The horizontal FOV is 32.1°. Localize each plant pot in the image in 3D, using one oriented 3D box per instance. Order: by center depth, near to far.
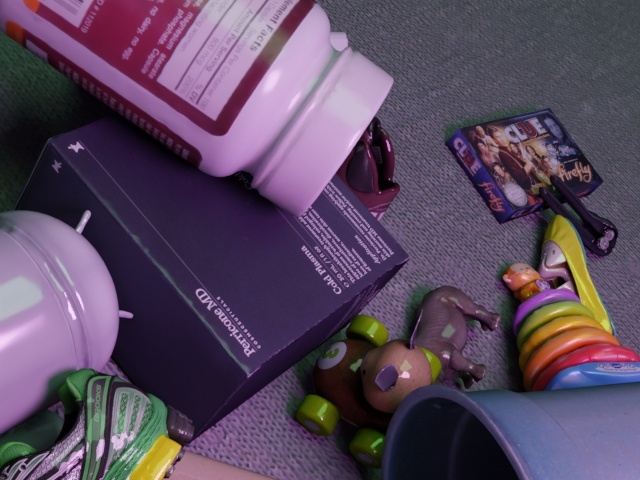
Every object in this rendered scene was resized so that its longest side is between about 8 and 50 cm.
[{"bbox_3d":[0.291,0.302,1.218,0.334,0.341,0.341,-6,61,-25],"label":"plant pot"}]

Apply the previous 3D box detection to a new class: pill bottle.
[{"bbox_3d":[-0.131,-0.211,1.206,0.392,0.224,0.224,35,45,-5],"label":"pill bottle"}]

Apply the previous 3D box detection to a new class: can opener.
[{"bbox_3d":[0.410,-0.036,1.778,0.186,0.059,0.073,35,-1,-31],"label":"can opener"}]

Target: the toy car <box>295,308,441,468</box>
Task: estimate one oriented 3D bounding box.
[{"bbox_3d":[0.070,0.152,1.300,0.149,0.188,0.155,30,63,7],"label":"toy car"}]

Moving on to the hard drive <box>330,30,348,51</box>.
[{"bbox_3d":[-0.146,-0.242,1.476,0.307,0.203,0.040,-5,89,-30],"label":"hard drive"}]

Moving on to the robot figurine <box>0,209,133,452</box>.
[{"bbox_3d":[-0.344,0.095,1.087,0.353,0.200,0.300,-31,119,-38],"label":"robot figurine"}]

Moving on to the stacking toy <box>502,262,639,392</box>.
[{"bbox_3d":[0.334,0.135,1.572,0.175,0.166,0.302,3,41,-21],"label":"stacking toy"}]

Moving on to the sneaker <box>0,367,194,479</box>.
[{"bbox_3d":[-0.267,0.273,1.019,0.146,0.134,0.343,36,63,-9],"label":"sneaker"}]

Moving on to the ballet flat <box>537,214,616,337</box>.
[{"bbox_3d":[0.374,0.063,1.690,0.077,0.077,0.231,-8,62,-18],"label":"ballet flat"}]

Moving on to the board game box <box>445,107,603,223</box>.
[{"bbox_3d":[0.338,-0.128,1.828,0.243,0.042,0.165,-17,67,-40],"label":"board game box"}]

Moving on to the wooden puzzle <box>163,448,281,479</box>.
[{"bbox_3d":[-0.081,0.395,1.136,0.322,0.080,0.348,22,43,-18],"label":"wooden puzzle"}]

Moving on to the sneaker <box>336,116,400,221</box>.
[{"bbox_3d":[0.012,-0.145,1.541,0.281,0.162,0.106,48,45,7],"label":"sneaker"}]

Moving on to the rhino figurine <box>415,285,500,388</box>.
[{"bbox_3d":[0.162,0.157,1.473,0.106,0.073,0.243,26,48,-2],"label":"rhino figurine"}]

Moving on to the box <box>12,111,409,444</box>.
[{"bbox_3d":[-0.131,0.002,1.325,0.343,0.179,0.312,49,44,9],"label":"box"}]
